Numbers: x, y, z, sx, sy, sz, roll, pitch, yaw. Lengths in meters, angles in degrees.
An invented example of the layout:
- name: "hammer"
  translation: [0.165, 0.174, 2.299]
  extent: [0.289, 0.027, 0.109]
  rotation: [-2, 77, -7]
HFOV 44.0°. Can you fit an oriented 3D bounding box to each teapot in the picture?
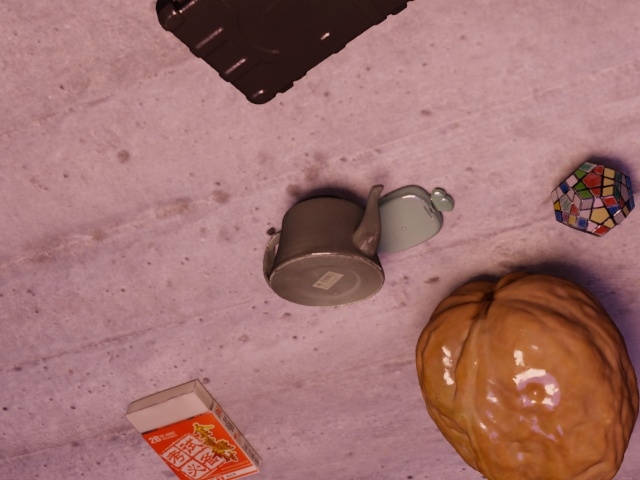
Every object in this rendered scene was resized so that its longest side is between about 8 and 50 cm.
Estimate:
- name: "teapot"
  translation: [0.000, 0.000, 1.147]
  extent: [0.162, 0.149, 0.239]
  rotation: [24, 142, -37]

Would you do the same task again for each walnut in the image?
- name: "walnut"
  translation: [0.306, 0.218, 1.159]
  extent: [0.306, 0.306, 0.344]
  rotation: [-25, 114, 21]

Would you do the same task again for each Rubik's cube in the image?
- name: "Rubik's cube"
  translation: [0.374, -0.057, 1.088]
  extent: [0.093, 0.111, 0.111]
  rotation: [47, 119, 6]

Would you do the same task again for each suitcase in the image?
- name: "suitcase"
  translation: [-0.034, -0.302, 0.960]
  extent: [0.286, 0.066, 0.206]
  rotation: [-30, 137, 23]

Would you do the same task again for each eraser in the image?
- name: "eraser"
  translation: [-0.234, 0.368, 1.469]
  extent: [0.157, 0.038, 0.230]
  rotation: [-22, 118, 20]

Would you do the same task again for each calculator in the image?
- name: "calculator"
  translation: [0.125, -0.031, 1.178]
  extent: [0.153, 0.021, 0.095]
  rotation: [-25, 117, 25]
